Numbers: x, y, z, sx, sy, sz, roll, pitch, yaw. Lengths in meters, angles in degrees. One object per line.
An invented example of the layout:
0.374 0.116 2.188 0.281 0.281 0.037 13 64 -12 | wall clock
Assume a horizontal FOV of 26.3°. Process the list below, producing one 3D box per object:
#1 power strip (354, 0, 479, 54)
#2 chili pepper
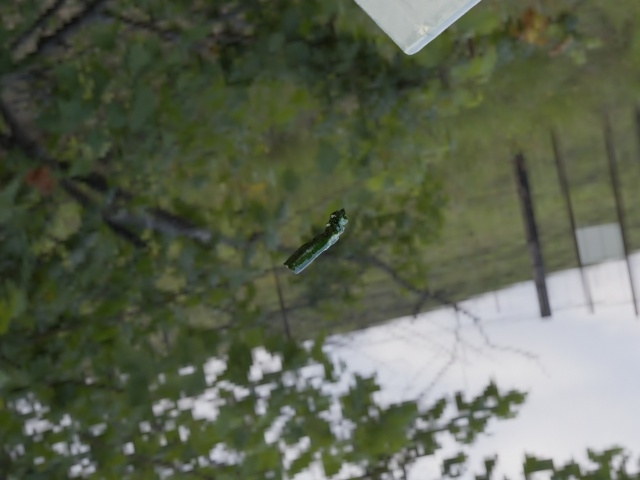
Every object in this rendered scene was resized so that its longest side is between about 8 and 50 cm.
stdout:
0.131 -0.306 1.293 0.224 0.140 0.139 -34 -166 45 | power strip
0.000 0.000 1.274 0.083 0.022 0.027 -44 -178 -19 | chili pepper
